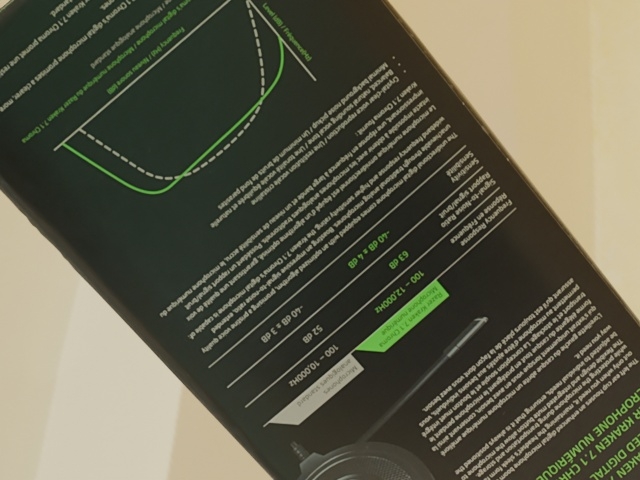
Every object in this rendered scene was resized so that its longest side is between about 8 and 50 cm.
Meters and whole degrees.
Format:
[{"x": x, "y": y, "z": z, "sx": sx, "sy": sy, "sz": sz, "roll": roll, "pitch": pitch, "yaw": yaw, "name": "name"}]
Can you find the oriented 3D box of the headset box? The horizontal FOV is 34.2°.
[{"x": 0.000, "y": 0.000, "z": 0.444, "sx": 0.131, "sy": 0.246, "sz": 0.283, "roll": -41, "pitch": -77, "yaw": 0, "name": "headset box"}]
